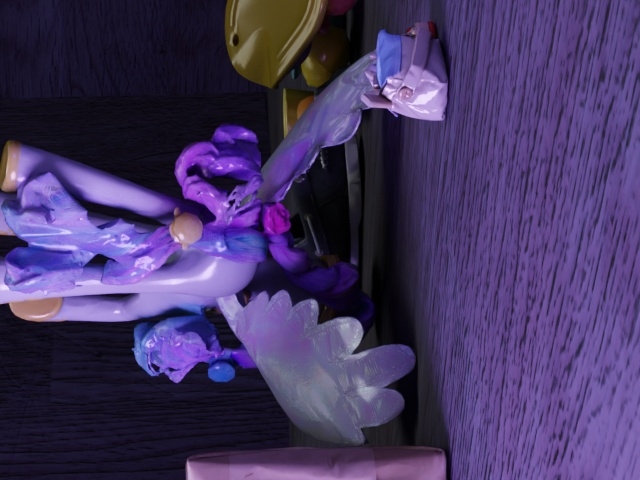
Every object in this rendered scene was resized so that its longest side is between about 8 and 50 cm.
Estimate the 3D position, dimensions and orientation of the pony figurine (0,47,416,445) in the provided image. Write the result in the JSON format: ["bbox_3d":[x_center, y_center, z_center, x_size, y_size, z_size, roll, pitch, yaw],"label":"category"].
[{"bbox_3d":[-0.082,0.008,1.286,0.351,0.363,0.303,153,124,-69],"label":"pony figurine"}]

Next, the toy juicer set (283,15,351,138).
[{"bbox_3d":[-0.020,-0.237,1.655,0.209,0.089,0.329,-103,13,-73],"label":"toy juicer set"}]

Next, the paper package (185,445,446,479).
[{"bbox_3d":[-0.005,0.304,1.094,0.309,0.168,0.325,121,148,-81],"label":"paper package"}]

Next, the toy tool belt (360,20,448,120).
[{"bbox_3d":[0.047,-0.105,0.965,0.083,0.051,0.052,-96,5,-50],"label":"toy tool belt"}]

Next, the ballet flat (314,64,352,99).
[{"bbox_3d":[0.014,-0.135,1.486,0.173,0.049,0.057,-162,71,-86],"label":"ballet flat"}]

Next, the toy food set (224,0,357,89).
[{"bbox_3d":[-0.010,-0.232,1.509,0.218,0.071,0.128,-48,54,45],"label":"toy food set"}]

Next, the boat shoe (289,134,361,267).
[{"bbox_3d":[0.000,0.000,1.573,0.084,0.079,0.233,-100,7,-54],"label":"boat shoe"}]
